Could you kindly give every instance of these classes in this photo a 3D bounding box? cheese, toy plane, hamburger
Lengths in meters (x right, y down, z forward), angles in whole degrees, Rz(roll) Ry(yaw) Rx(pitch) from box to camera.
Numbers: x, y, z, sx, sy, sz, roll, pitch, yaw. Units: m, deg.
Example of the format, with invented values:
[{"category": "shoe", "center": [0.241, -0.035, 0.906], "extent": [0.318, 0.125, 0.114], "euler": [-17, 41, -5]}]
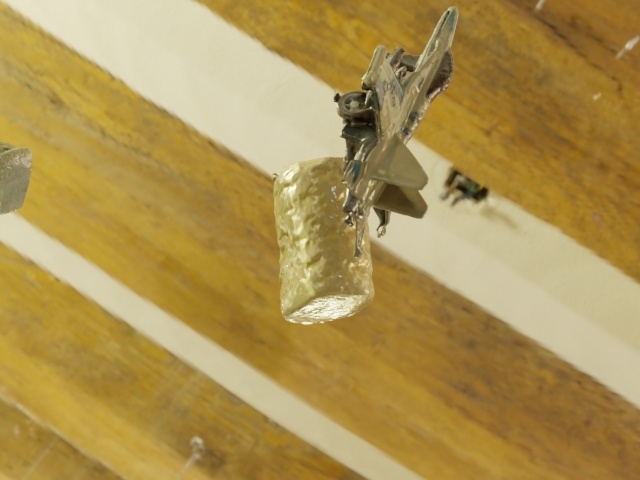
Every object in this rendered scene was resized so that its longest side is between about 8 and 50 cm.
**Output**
[{"category": "cheese", "center": [0.000, 0.000, 1.174], "extent": [0.093, 0.167, 0.123], "euler": [12, -25, -37]}, {"category": "toy plane", "center": [0.063, -0.114, 0.897], "extent": [0.088, 0.262, 0.192], "euler": [7, -38, 11]}, {"category": "hamburger", "center": [-0.479, -0.084, 1.567], "extent": [0.054, 0.084, 0.121], "euler": [33, -59, 27]}]
